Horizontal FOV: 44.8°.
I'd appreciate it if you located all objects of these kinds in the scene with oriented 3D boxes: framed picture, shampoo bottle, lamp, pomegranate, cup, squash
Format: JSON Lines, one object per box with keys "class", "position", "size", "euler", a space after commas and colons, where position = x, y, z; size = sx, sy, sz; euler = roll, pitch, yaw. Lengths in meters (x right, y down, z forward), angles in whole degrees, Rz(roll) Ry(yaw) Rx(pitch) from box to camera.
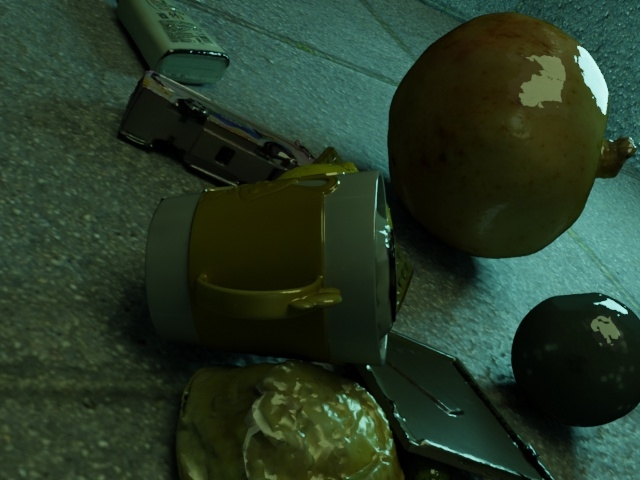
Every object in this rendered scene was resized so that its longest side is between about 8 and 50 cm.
{"class": "framed picture", "position": [0.129, 0.171, 0.865], "size": [0.209, 0.019, 0.281], "euler": [24, 13, -22]}
{"class": "shampoo bottle", "position": [-0.283, -0.367, 1.299], "size": [0.153, 0.071, 0.284], "euler": [-8, 47, -50]}
{"class": "lamp", "position": [0.387, 0.153, 1.094], "size": [0.182, 0.182, 0.314], "euler": [47, 28, 22]}
{"class": "pomegranate", "position": [0.307, -0.165, 1.281], "size": [0.412, 0.411, 0.411], "euler": [27, 28, -16]}
{"class": "cup", "position": [-0.043, 0.031, 0.719], "size": [0.226, 0.185, 0.241], "euler": [0, 8, 10]}
{"class": "squash", "position": [0.103, 0.209, 0.811], "size": [0.052, 0.052, 0.183], "euler": [31, 16, -8]}

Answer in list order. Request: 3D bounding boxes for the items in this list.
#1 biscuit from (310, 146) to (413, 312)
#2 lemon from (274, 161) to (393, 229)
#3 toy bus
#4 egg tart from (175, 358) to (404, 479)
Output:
{"class": "biscuit", "position": [0.059, -0.020, 1.085], "size": [0.231, 0.016, 0.139], "euler": [56, 26, -11]}
{"class": "lemon", "position": [0.000, 0.000, 0.917], "size": [0.174, 0.173, 0.206], "euler": [22, 51, -24]}
{"class": "toy bus", "position": [-0.133, -0.137, 1.074], "size": [0.274, 0.090, 0.112], "euler": [25, 24, -20]}
{"class": "egg tart", "position": [-0.012, 0.186, 0.694], "size": [0.252, 0.098, 0.232], "euler": [40, 31, 2]}
